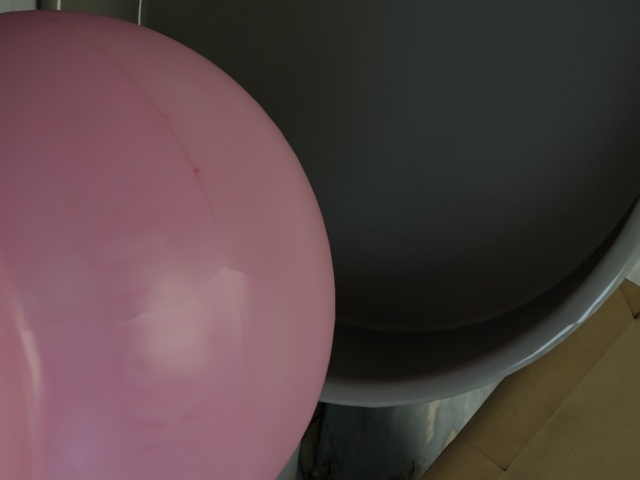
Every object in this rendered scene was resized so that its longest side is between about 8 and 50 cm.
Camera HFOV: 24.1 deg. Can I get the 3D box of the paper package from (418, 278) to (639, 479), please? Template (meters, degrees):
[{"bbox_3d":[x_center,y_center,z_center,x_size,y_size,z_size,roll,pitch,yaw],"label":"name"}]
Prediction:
[{"bbox_3d":[0.103,0.227,0.781,0.309,0.168,0.325,-43,160,-40],"label":"paper package"}]

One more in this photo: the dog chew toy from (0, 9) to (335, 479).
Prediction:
[{"bbox_3d":[-0.152,0.040,0.486,0.332,0.206,0.207,-19,112,-43],"label":"dog chew toy"}]

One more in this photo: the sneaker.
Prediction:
[{"bbox_3d":[0.080,-0.035,0.648,0.090,0.235,0.095,15,49,-46],"label":"sneaker"}]

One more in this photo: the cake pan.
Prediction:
[{"bbox_3d":[0.017,-0.081,0.605,0.054,0.293,0.293,-14,108,-60],"label":"cake pan"}]

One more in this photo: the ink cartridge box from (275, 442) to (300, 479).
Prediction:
[{"bbox_3d":[-0.070,0.127,0.715,0.115,0.067,0.198,3,94,-54],"label":"ink cartridge box"}]
